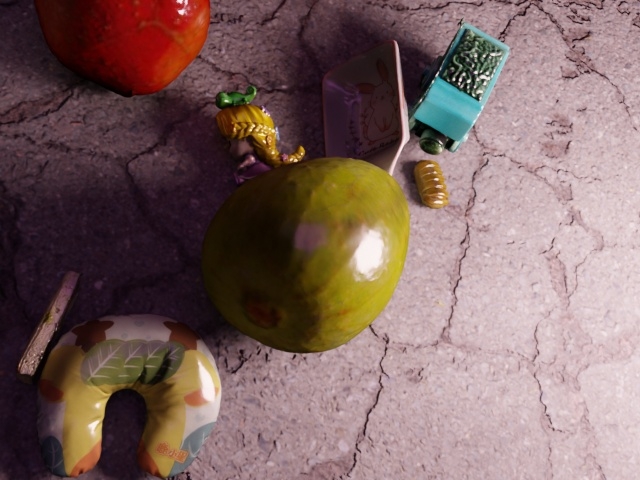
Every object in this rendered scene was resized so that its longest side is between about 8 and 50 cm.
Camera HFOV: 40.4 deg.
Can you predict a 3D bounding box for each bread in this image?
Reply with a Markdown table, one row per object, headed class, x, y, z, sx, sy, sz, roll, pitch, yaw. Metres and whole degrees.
| class | x | y | z | sx | sy | sz | roll | pitch | yaw |
| --- | --- | --- | --- | --- | --- | --- | --- | --- | --- |
| bread | -0.355 | 0.114 | 1.141 | 0.028 | 0.068 | 0.153 | 23 | 64 | -6 |
| bread | 0.178 | -0.092 | 1.390 | 0.049 | 0.033 | 0.088 | -1 | 67 | -22 |

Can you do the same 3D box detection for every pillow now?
| class | x | y | z | sx | sy | sz | roll | pitch | yaw |
| --- | --- | --- | --- | --- | --- | --- | --- | --- | --- |
| pillow | -0.246 | 0.201 | 1.131 | 0.233 | 0.086 | 0.214 | 6 | 76 | -15 |

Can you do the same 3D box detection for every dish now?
| class | x | y | z | sx | sy | sz | roll | pitch | yaw |
| --- | --- | --- | --- | --- | --- | --- | --- | --- | --- |
| dish | 0.082 | -0.181 | 1.361 | 0.064 | 0.154 | 0.234 | 23 | 56 | -44 |

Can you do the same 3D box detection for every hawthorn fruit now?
| class | x | y | z | sx | sy | sz | roll | pitch | yaw |
| --- | --- | --- | --- | --- | --- | --- | --- | --- | --- |
| hawthorn fruit | -0.276 | -0.366 | 1.241 | 0.265 | 0.307 | 0.265 | 7 | 70 | -18 |

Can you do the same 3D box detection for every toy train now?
| class | x | y | z | sx | sy | sz | roll | pitch | yaw |
| --- | --- | --- | --- | --- | --- | --- | --- | --- | --- |
| toy train | 0.217 | -0.242 | 1.393 | 0.112 | 0.163 | 0.203 | 27 | 63 | -4 |

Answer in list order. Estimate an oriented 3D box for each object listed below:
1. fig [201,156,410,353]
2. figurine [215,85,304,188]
| class | x | y | z | sx | sy | sz | roll | pitch | yaw |
| --- | --- | --- | --- | --- | --- | --- | --- | --- | --- |
| fig | 0.000 | 0.000 | 1.188 | 0.258 | 0.258 | 0.326 | 43 | 51 | 6 |
| figurine | -0.093 | -0.162 | 1.313 | 0.115 | 0.095 | 0.156 | -17 | 76 | -9 |
